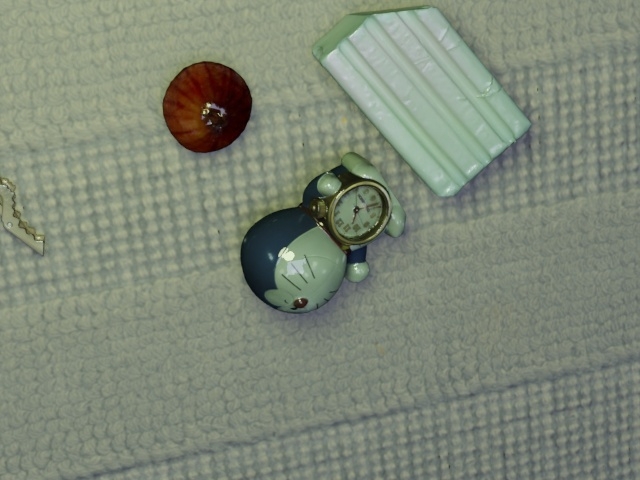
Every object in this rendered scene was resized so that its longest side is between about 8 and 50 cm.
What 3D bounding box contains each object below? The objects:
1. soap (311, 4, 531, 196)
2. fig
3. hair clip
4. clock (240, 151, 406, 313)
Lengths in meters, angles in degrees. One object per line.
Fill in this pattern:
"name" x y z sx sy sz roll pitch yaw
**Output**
"soap" 0.144 -0.215 1.843 0.173 0.095 0.289 -42 112 5
"fig" -0.148 -0.188 1.772 0.128 0.150 0.128 9 70 -24
"hair clip" -0.446 -0.069 1.793 0.072 0.034 0.226 -19 114 -2
"clock" 0.000 0.000 1.863 0.243 0.146 0.199 -41 129 -3
